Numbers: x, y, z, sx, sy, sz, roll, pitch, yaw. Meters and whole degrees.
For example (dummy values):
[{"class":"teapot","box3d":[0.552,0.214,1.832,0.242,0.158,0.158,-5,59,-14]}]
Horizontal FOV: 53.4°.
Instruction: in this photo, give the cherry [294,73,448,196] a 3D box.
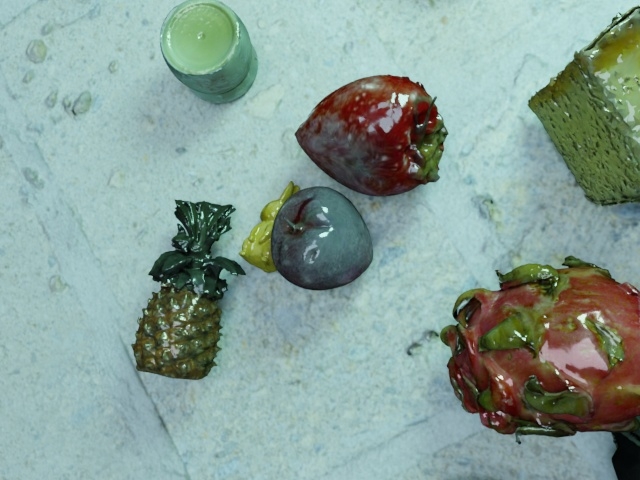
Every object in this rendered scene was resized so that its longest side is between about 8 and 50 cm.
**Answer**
[{"class":"cherry","box3d":[0.076,-0.169,1.016,0.250,0.192,0.175,2,50,18]}]

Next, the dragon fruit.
[{"class":"dragon fruit","box3d":[0.316,0.155,0.913,0.291,0.250,0.268,-8,69,33]}]

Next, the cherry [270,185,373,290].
[{"class":"cherry","box3d":[0.002,-0.003,1.028,0.140,0.176,0.176,-11,82,41]}]

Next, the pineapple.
[{"class":"pineapple","box3d":[-0.215,0.079,1.083,0.170,0.141,0.309,7,79,17]}]

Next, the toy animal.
[{"class":"toy animal","box3d":[-0.078,-0.027,1.098,0.070,0.083,0.159,13,75,22]}]

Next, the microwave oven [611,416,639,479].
[{"class":"microwave oven","box3d":[0.586,0.396,0.842,0.287,0.218,0.354,-16,82,9]}]

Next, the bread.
[{"class":"bread","box3d":[0.493,-0.225,0.914,0.315,0.279,0.248,-30,89,-9]}]

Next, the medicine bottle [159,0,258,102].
[{"class":"medicine bottle","box3d":[-0.189,-0.325,1.100,0.148,0.143,0.147,-1,85,6]}]
